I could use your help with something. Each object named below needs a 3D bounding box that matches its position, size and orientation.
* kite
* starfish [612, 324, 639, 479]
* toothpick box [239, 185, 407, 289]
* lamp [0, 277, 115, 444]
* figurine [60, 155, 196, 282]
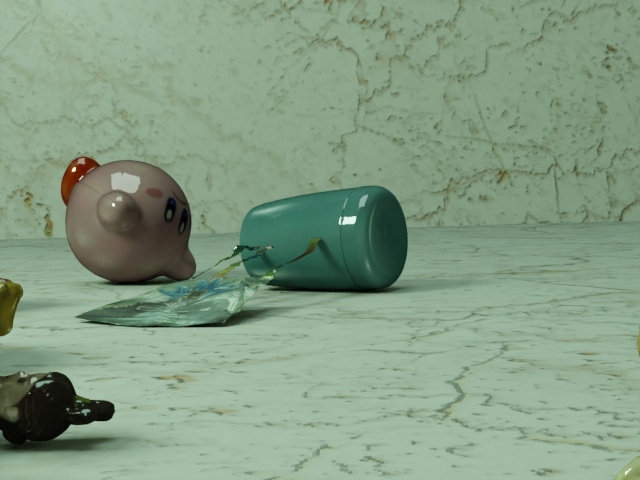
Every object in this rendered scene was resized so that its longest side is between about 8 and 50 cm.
[{"bbox_3d":[-0.096,0.043,1.323,0.169,0.015,0.310,0,15,32],"label":"kite"},{"bbox_3d":[0.266,0.060,0.458,0.327,0.094,0.375,-12,5,26],"label":"starfish"},{"bbox_3d":[0.000,0.000,1.508,0.184,0.120,0.120,-3,2,30],"label":"toothpick box"},{"bbox_3d":[-0.240,0.056,0.681,0.253,0.118,0.118,-3,3,6],"label":"lamp"},{"bbox_3d":[-0.251,-0.023,1.686,0.173,0.173,0.173,-2,3,0],"label":"figurine"}]
